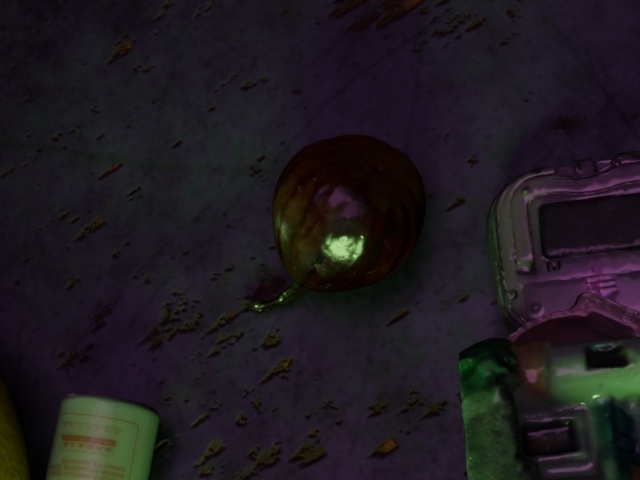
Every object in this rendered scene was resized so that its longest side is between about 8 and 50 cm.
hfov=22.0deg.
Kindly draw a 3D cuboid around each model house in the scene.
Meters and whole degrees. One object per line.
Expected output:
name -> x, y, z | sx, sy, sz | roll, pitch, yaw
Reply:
model house -> 0.285, 0.206, 1.330 | 0.325, 0.194, 0.267 | -6, 58, 6

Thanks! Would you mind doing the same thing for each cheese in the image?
cheese -> 0.221, 0.189, 1.510 | 0.189, 0.074, 0.286 | 20, 97, 16

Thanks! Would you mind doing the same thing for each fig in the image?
fig -> 0.019, -0.007, 1.606 | 0.148, 0.149, 0.202 | 20, 88, 3

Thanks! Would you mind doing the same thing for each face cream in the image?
face cream -> -0.225, 0.279, 1.586 | 0.101, 0.101, 0.252 | 5, 73, 15

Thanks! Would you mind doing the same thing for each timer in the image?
timer -> 0.267, 0.011, 1.584 | 0.208, 0.069, 0.191 | -11, 67, 11

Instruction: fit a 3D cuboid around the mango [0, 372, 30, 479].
mango -> -0.421, 0.272, 1.582 | 0.301, 0.220, 0.445 | -8, 60, 17
